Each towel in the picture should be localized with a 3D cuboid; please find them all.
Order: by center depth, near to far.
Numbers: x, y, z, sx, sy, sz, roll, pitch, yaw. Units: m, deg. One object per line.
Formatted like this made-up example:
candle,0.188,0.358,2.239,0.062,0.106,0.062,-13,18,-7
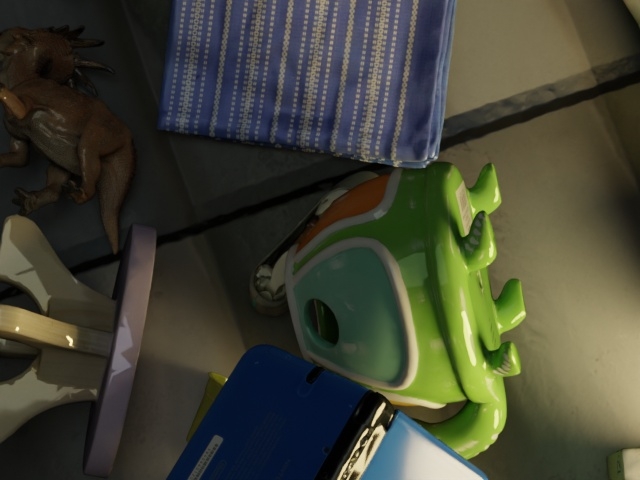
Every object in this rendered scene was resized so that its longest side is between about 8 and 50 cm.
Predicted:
towel,-0.015,-0.222,1.594,0.336,0.040,0.243,8,95,4

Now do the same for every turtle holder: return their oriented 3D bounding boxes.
turtle holder,0.098,0.078,1.473,0.227,0.320,0.243,-10,38,13

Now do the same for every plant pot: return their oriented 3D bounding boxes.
plant pot,-0.108,0.199,1.512,0.083,0.083,0.079,32,91,9

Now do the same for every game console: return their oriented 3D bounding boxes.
game console,-0.016,0.293,1.373,0.250,0.173,0.293,21,71,33

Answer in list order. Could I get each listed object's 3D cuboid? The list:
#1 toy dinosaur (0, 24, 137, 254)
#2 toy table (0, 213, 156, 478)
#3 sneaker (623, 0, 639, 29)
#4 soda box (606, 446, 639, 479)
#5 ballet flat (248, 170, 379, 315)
toy dinosaur,-0.287,-0.138,1.585,0.295,0.127,0.200,48,46,-4
toy table,-0.280,0.106,1.470,0.161,0.252,0.274,11,65,-12
sneaker,0.422,-0.213,1.592,0.095,0.090,0.235,-41,76,2
soda box,0.369,0.361,1.442,0.098,0.091,0.286,-4,76,0
ballet flat,0.000,0.000,1.558,0.072,0.068,0.213,41,80,12
